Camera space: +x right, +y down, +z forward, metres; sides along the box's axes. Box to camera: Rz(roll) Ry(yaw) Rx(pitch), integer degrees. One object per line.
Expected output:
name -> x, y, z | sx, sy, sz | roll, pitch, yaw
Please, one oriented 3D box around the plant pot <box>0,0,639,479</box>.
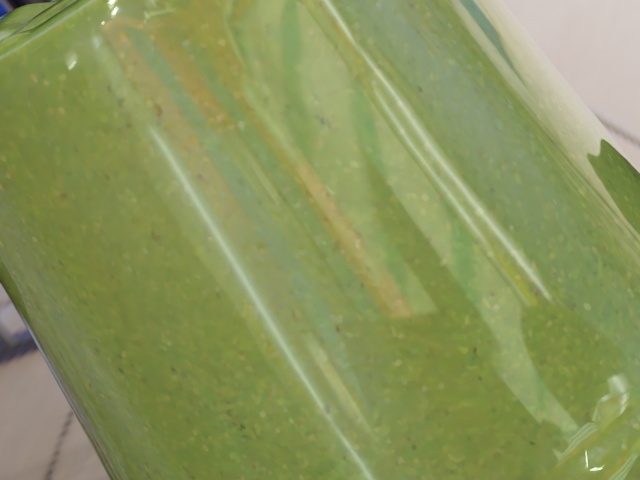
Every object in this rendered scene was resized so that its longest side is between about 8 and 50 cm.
plant pot -> 0.000, 0.000, 0.544 | 0.276, 0.254, 0.276 | -30, 18, 11
